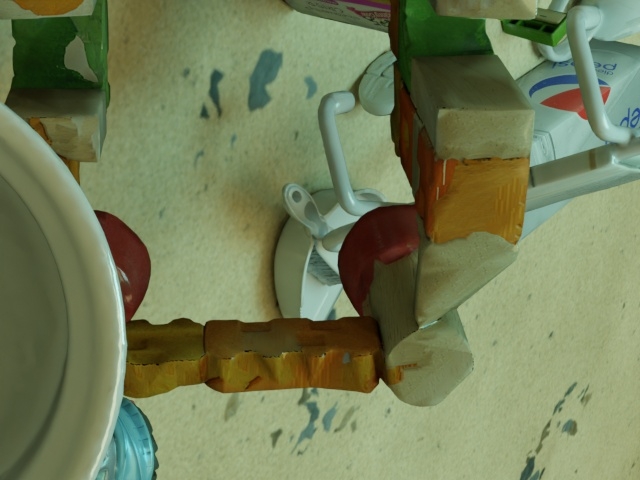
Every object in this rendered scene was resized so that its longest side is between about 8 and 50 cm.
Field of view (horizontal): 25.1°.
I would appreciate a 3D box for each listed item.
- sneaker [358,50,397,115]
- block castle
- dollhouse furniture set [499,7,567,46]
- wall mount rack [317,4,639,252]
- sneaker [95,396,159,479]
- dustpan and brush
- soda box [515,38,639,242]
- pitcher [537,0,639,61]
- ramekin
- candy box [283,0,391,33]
[{"bbox_3d":[0.092,-0.136,1.237,0.158,0.061,0.065,-38,142,-36],"label":"sneaker"},{"bbox_3d":[-0.041,-0.134,0.848,0.213,0.303,0.453,-99,-171,-66],"label":"block castle"},{"bbox_3d":[0.186,-0.249,1.307,0.076,0.058,0.152,-47,139,-30],"label":"dollhouse furniture set"},{"bbox_3d":[0.168,-0.089,1.099,0.304,0.350,0.130,-3,79,-59],"label":"wall mount rack"},{"bbox_3d":[-0.206,0.230,0.994,0.125,0.104,0.262,11,92,-40],"label":"sneaker"},{"bbox_3d":[0.000,0.000,1.171,0.147,0.060,0.211,-61,144,-13],"label":"dustpan and brush"},{"bbox_3d":[0.226,-0.104,1.404,0.286,0.091,0.098,-34,131,-41],"label":"soda box"},{"bbox_3d":[0.279,-0.278,1.381,0.177,0.125,0.207,-36,146,-21],"label":"pitcher"},{"bbox_3d":[-0.233,0.045,0.692,0.135,0.277,0.277,-159,-91,-81],"label":"ramekin"},{"bbox_3d":[0.068,-0.270,1.048,0.071,0.159,0.233,29,81,-53],"label":"candy box"}]
